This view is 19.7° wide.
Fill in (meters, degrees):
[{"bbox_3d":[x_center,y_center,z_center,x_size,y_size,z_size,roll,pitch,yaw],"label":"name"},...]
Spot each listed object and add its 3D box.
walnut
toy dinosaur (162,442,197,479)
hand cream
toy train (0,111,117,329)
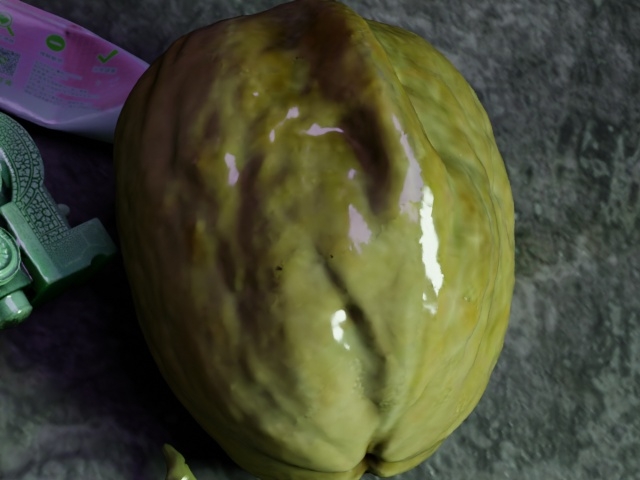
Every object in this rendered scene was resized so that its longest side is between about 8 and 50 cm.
[{"bbox_3d":[0.000,0.000,1.054,0.227,0.283,0.283,-7,67,-17],"label":"walnut"},{"bbox_3d":[-0.007,0.219,1.032,0.153,0.094,0.259,-6,58,-37],"label":"toy dinosaur"},{"bbox_3d":[-0.203,-0.119,1.137,0.275,0.050,0.079,22,29,-12],"label":"hand cream"},{"bbox_3d":[-0.203,-0.035,1.064,0.105,0.071,0.178,-28,81,-37],"label":"toy train"}]
